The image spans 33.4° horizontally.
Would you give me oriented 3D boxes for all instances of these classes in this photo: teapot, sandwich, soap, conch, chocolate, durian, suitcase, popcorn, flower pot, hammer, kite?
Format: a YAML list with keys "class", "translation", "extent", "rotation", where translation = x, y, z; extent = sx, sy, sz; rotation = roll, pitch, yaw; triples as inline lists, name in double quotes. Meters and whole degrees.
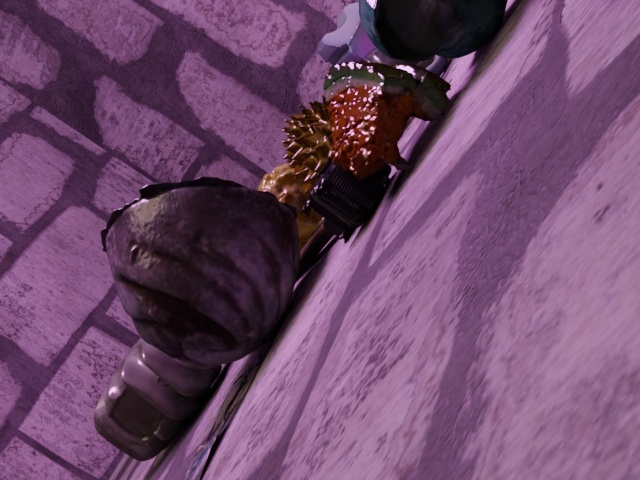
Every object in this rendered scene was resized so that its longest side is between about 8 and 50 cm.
- class: "teapot"
  translation: [0.136, -0.280, 1.695]
  extent: [0.108, 0.111, 0.149]
  rotation: [-41, 0, 2]
- class: "sandwich"
  translation: [0.071, -0.152, 1.371]
  extent: [0.185, 0.109, 0.160]
  rotation: [14, 89, 63]
- class: "soap"
  translation: [0.100, -0.388, 2.201]
  extent: [0.109, 0.193, 0.324]
  rotation: [-56, 5, -1]
- class: "conch"
  translation: [0.147, -0.304, 1.374]
  extent: [0.196, 0.202, 0.134]
  rotation: [-62, 24, 0]
- class: "chocolate"
  translation: [-0.168, 0.074, 1.555]
  extent: [0.303, 0.303, 0.213]
  rotation: [-50, 42, 48]
- class: "durian"
  translation: [0.033, -0.153, 1.737]
  extent: [0.166, 0.172, 0.306]
  rotation: [-15, -32, -19]
- class: "suitcase"
  translation: [0.036, -0.070, 1.407]
  extent: [0.059, 0.086, 0.126]
  rotation: [-49, 9, 47]
- class: "popcorn"
  translation: [-0.057, -0.051, 1.909]
  extent: [0.173, 0.142, 0.174]
  rotation: [-175, 90, -79]
- class: "flower pot"
  translation: [-0.273, 0.236, 1.965]
  extent: [0.254, 0.164, 0.367]
  rotation: [-54, 1, -43]
- class: "hammer"
  translation: [0.000, 0.000, 1.618]
  extent: [0.111, 0.043, 0.365]
  rotation: [-60, 4, -27]
- class: "kite"
  translation: [-0.155, 0.273, 1.443]
  extent: [0.169, 0.015, 0.310]
  rotation: [-52, 7, 45]
